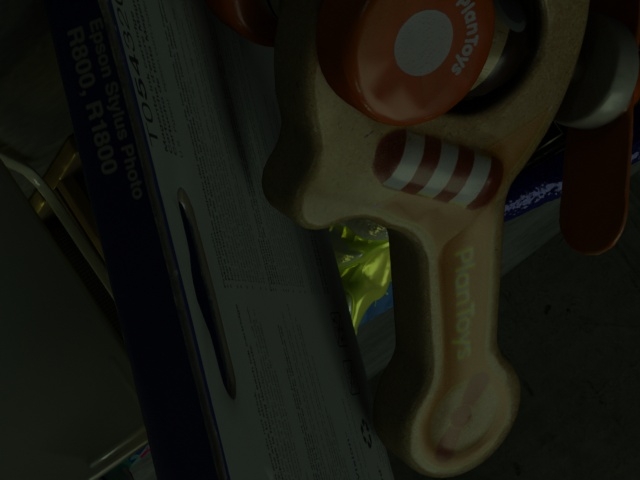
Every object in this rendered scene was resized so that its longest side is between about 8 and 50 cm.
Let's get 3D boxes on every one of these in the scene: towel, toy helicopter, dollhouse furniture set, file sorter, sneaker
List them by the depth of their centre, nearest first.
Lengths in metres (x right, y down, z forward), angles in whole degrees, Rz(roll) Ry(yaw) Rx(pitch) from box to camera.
[{"bbox_3d":[0.078,-0.035,0.925,0.235,0.140,0.355,-20,124,-27],"label":"toy helicopter"},{"bbox_3d":[-0.230,0.095,0.958,0.277,0.193,0.173,-35,173,3],"label":"file sorter"},{"bbox_3d":[-0.071,-0.015,1.127,0.183,0.129,0.129,-26,168,-35],"label":"dollhouse furniture set"},{"bbox_3d":[0.050,-0.019,1.527,0.126,0.091,0.240,-25,146,-48],"label":"sneaker"},{"bbox_3d":[0.250,-0.102,1.807,0.308,0.076,0.227,-25,-172,-5],"label":"towel"}]

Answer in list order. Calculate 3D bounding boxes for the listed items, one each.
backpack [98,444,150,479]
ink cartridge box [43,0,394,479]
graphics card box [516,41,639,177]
[{"bbox_3d":[-0.249,0.197,1.452,0.225,0.191,0.253,-39,175,18],"label":"backpack"},{"bbox_3d":[-0.049,0.035,0.873,0.071,0.324,0.330,-16,174,13],"label":"ink cartridge box"},{"bbox_3d":[0.234,-0.159,1.109,0.232,0.094,0.371,-32,177,-21],"label":"graphics card box"}]
